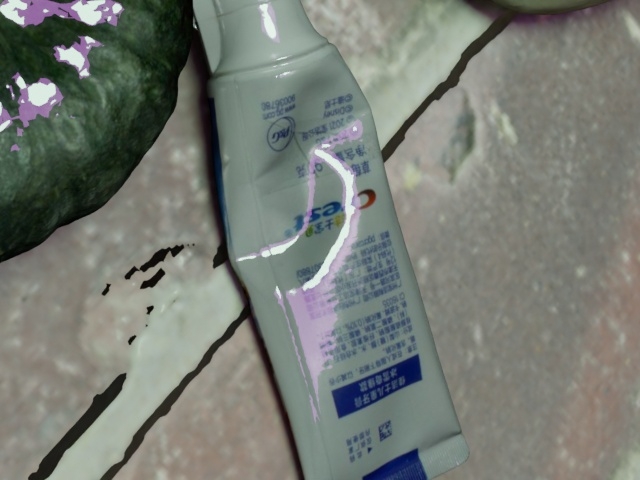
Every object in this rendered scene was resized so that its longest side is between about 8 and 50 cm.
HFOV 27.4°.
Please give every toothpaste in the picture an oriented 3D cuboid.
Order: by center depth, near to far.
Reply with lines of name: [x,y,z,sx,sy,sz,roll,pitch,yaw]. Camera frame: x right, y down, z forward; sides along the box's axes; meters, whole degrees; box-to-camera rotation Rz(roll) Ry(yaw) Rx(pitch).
toothpaste: [0.000,0.000,0.626,0.096,0.061,0.266,-21,100,-29]

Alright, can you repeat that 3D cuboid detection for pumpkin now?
pumpkin: [-0.148,-0.093,0.500,0.211,0.152,0.212,0,90,-41]

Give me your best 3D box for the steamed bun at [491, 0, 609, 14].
steamed bun: [0.160,-0.296,0.644,0.324,0.219,0.310,-32,99,-27]
